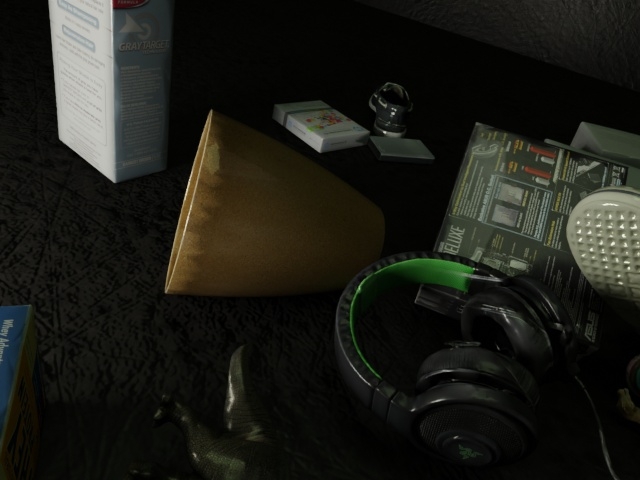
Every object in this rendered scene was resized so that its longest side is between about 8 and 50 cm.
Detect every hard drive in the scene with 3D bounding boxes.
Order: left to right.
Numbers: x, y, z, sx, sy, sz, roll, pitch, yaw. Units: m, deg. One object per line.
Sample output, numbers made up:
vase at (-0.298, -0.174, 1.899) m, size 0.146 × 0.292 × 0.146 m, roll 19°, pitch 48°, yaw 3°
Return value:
hard drive at (0.183, -0.208, 1.213) m, size 0.135 × 0.022 × 0.094 m, roll 1°, pitch 36°, yaw -18°

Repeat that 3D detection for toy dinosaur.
toy dinosaur at (-0.090, 0.226, 0.437) m, size 0.160 × 0.121 × 0.313 m, roll 25°, pitch 29°, yaw -4°
toy dinosaur at (0.438, 0.252, 0.629) m, size 0.092 × 0.053 × 0.183 m, roll -22°, pitch 51°, yaw -18°

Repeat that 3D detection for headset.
headset at (0.198, 0.123, 0.564) m, size 0.394 × 0.185 × 0.243 m, roll 29°, pitch 49°, yaw 26°

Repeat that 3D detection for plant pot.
plant pot at (-0.052, -0.021, 0.700) m, size 0.254 × 0.237 × 0.237 m, roll 14°, pitch 33°, yaw -16°

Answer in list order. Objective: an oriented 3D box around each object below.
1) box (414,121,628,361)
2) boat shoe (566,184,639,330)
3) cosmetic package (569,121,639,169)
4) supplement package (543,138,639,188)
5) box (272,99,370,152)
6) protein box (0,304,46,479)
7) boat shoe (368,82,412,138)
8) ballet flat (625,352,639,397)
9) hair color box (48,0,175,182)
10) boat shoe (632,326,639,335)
box at (0.304, -0.009, 0.789) m, size 0.242 × 0.076 × 0.307 m, roll 19°, pitch 66°, yaw 9°
boat shoe at (0.539, 0.065, 0.655) m, size 0.500 × 0.187 × 0.156 m, roll 28°, pitch 58°, yaw 1°
cosmetic package at (0.643, -0.150, 1.175) m, size 0.151 × 0.151 × 0.184 m, roll 15°, pitch 33°, yaw 3°
supplement package at (0.490, -0.059, 0.996) m, size 0.204 × 0.145 × 0.262 m, roll 22°, pitch 35°, yaw 13°
box at (-0.001, -0.268, 1.222) m, size 0.145 × 0.038 × 0.186 m, roll -16°, pitch 45°, yaw -36°
protein box at (-0.330, 0.166, 0.388) m, size 0.201 × 0.136 × 0.200 m, roll 0°, pitch 36°, yaw -20°
boat shoe at (0.190, -0.359, 1.371) m, size 0.114 × 0.091 × 0.302 m, roll 9°, pitch 34°, yaw -7°
ballet flat at (0.491, 0.183, 0.723) m, size 0.221 × 0.077 × 0.079 m, roll 10°, pitch 15°, yaw -14°
hair color box at (-0.339, -0.306, 0.855) m, size 0.185 × 0.375 × 0.113 m, roll 34°, pitch 39°, yaw 27°
boat shoe at (0.613, 0.128, 0.803) m, size 0.306 × 0.105 × 0.113 m, roll -9°, pitch 44°, yaw -9°
